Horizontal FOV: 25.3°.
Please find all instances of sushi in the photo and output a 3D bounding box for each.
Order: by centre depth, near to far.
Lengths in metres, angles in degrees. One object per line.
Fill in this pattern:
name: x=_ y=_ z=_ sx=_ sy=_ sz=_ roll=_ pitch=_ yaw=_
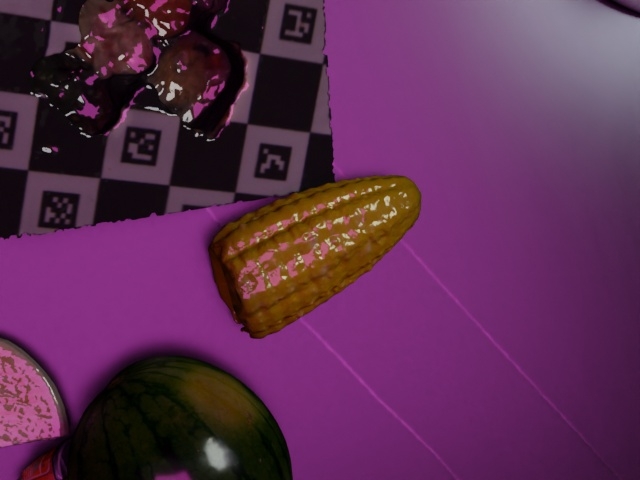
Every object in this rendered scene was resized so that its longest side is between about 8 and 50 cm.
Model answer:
sushi: x=-0.153 y=-0.188 z=1.220 sx=0.320 sy=0.069 sz=0.339 roll=-12 pitch=109 yaw=-24

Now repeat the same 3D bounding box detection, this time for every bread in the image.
bread: x=-0.324 y=0.134 z=1.250 sx=0.193 sy=0.036 sz=0.112 roll=-11 pitch=90 yaw=-4

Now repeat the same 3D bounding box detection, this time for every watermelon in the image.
watermelon: x=-0.101 y=0.208 z=1.214 sx=0.204 sy=0.127 sz=0.232 roll=-22 pitch=90 yaw=-38

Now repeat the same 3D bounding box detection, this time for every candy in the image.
candy: x=0.000 y=0.000 z=1.263 sx=0.199 sy=0.094 sz=0.106 roll=-28 pitch=132 yaw=-11

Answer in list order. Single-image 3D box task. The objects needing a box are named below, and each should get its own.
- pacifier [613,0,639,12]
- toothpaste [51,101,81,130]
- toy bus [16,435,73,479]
pacifier: x=0.361 y=-0.306 z=1.221 sx=0.343 sy=0.269 sz=0.288 roll=0 pitch=118 yaw=-5
toothpaste: x=-0.282 y=-0.121 z=1.227 sx=0.248 sy=0.047 sz=0.078 roll=40 pitch=86 yaw=-20
toy bus: x=-0.208 y=0.263 z=1.251 sx=0.077 sy=0.079 sz=0.174 roll=-25 pitch=97 yaw=18
